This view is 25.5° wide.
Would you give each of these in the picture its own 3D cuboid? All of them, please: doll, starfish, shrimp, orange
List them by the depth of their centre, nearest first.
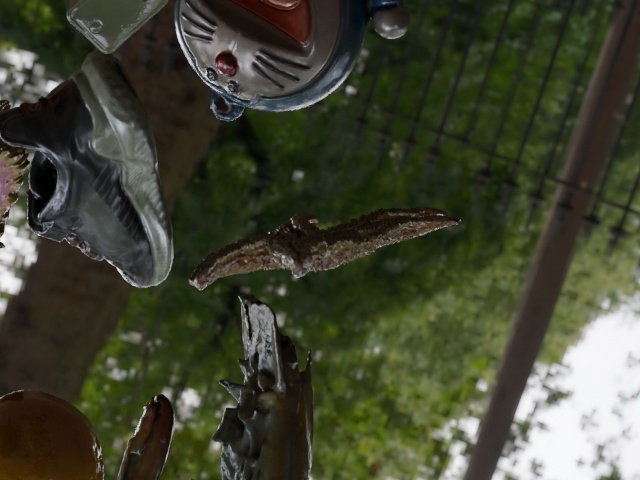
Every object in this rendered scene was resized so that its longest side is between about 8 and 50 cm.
[{"bbox_3d":[-0.012,-0.120,0.632,0.114,0.152,0.085,33,-163,7],"label":"doll"},{"bbox_3d":[-0.082,0.169,1.066,0.173,0.253,0.058,-4,-173,-29],"label":"shrimp"},{"bbox_3d":[0.000,0.001,1.193,0.227,0.043,0.240,-7,-169,-4],"label":"starfish"},{"bbox_3d":[-0.286,0.229,1.419,0.136,0.159,0.159,-2,-162,-10],"label":"orange"}]

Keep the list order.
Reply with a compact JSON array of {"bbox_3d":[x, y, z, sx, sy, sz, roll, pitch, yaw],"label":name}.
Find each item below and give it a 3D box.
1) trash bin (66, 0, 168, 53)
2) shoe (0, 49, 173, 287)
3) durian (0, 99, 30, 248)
[{"bbox_3d":[-0.143,-0.177,0.978,0.043,0.061,0.092,44,-168,-29],"label":"trash bin"},{"bbox_3d":[-0.181,-0.044,1.101,0.112,0.227,0.099,-17,-132,-14],"label":"shoe"},{"bbox_3d":[-0.436,-0.047,1.768,0.112,0.341,0.191,16,-148,-22],"label":"durian"}]
